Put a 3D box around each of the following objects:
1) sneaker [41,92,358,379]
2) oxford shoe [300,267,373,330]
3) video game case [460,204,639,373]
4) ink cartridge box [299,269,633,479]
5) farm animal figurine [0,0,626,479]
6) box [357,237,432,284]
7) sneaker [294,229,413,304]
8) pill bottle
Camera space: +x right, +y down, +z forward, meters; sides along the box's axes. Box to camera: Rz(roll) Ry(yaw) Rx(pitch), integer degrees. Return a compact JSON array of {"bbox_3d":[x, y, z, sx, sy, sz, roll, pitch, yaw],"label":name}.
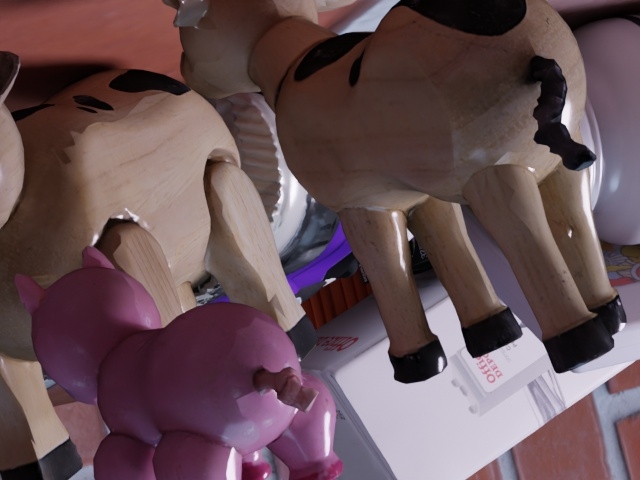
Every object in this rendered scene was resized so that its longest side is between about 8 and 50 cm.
[{"bbox_3d":[-0.049,0.000,0.883,0.146,0.102,0.293,-9,172,-38],"label":"sneaker"},{"bbox_3d":[0.121,0.034,1.405,0.363,0.130,0.133,-11,180,-15],"label":"oxford shoe"},{"bbox_3d":[0.162,-0.020,0.885,0.206,0.026,0.227,-11,-148,-21],"label":"video game case"},{"bbox_3d":[0.120,0.063,1.226,0.283,0.117,0.207,-33,-175,-13],"label":"ink cartridge box"},{"bbox_3d":[-0.080,-0.007,0.587,0.330,0.172,0.327,-21,-175,3],"label":"farm animal figurine"},{"bbox_3d":[0.063,-0.010,1.174,0.052,0.062,0.083,-10,173,-33],"label":"box"},{"bbox_3d":[0.000,0.000,1.053,0.237,0.086,0.085,-13,172,-10],"label":"sneaker"},{"bbox_3d":[0.172,-0.057,0.817,0.193,0.108,0.108,-11,173,-21],"label":"pill bottle"}]
